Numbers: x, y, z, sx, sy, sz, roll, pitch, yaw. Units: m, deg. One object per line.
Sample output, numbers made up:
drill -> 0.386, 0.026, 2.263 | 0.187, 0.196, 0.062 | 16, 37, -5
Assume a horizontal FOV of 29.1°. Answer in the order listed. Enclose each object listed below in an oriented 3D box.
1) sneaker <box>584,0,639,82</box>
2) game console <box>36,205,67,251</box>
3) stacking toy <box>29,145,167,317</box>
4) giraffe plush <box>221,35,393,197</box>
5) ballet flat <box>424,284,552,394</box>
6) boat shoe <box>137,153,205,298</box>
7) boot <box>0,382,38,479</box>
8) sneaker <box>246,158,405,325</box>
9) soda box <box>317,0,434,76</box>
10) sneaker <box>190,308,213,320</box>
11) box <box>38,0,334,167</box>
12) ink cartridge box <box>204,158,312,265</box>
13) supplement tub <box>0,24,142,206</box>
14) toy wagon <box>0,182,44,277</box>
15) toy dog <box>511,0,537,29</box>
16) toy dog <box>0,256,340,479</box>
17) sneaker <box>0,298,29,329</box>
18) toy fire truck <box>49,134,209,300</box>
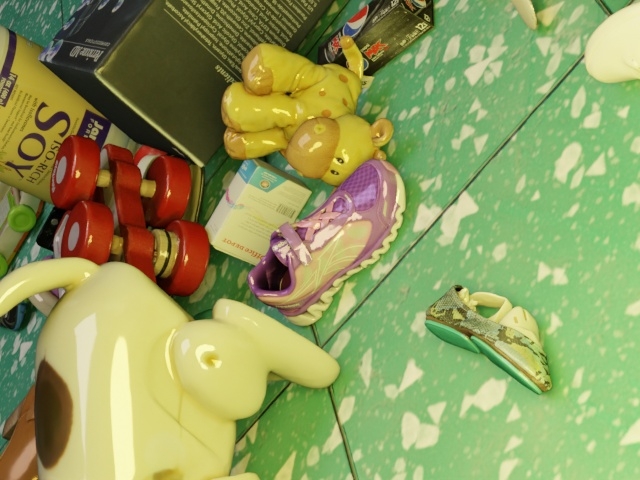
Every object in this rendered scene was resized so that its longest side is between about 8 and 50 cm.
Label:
sneaker -> 0.320, -0.165, 1.083 | 0.212, 0.080, 0.094 | -20, 63, 49
game console -> -0.388, -0.007, 2.030 | 0.107, 0.122, 0.071 | -59, 30, 10
stacking toy -> -0.323, -0.020, 1.938 | 0.330, 0.141, 0.141 | -55, 31, 9
giraffe plush -> 0.000, -0.128, 1.488 | 0.181, 0.210, 0.170 | 93, 157, -49
ballet flat -> 0.164, 0.083, 1.149 | 0.188, 0.070, 0.070 | 29, 93, 57
boat shoe -> -0.234, 0.016, 1.780 | 0.091, 0.114, 0.302 | -1, 77, 29
boot -> -0.391, 0.302, 1.841 | 0.220, 0.109, 0.283 | -43, 28, 26
sneaker -> 0.000, 0.000, 1.413 | 0.236, 0.104, 0.095 | -51, 46, 23
soda box -> 0.067, -0.258, 1.562 | 0.169, 0.060, 0.053 | -35, 40, 41
sneaker -> -0.232, 0.177, 1.641 | 0.302, 0.121, 0.108 | -41, 37, 35
box -> -0.174, -0.336, 1.776 | 0.395, 0.212, 0.293 | -54, 29, -8
ink cartridge box -> -0.083, -0.037, 1.601 | 0.122, 0.088, 0.052 | -59, 31, 10
supplement tub -> -0.469, -0.196, 2.093 | 0.241, 0.331, 0.241 | -38, 38, 39
toy wagon -> -0.629, -0.082, 2.530 | 0.344, 0.068, 0.267 | -55, 31, 14
toy dog -> 0.252, -0.330, 1.280 | 0.220, 0.161, 0.333 | -62, 15, 10
toy dog -> -0.214, 0.249, 1.307 | 0.284, 0.395, 0.408 | -6, 53, 46
sneaker -> -0.602, 0.127, 2.313 | 0.188, 0.078, 0.067 | -8, 61, 55
toy fire truck -> -0.285, 0.023, 1.645 | 0.254, 0.169, 0.302 | -56, 36, 35
